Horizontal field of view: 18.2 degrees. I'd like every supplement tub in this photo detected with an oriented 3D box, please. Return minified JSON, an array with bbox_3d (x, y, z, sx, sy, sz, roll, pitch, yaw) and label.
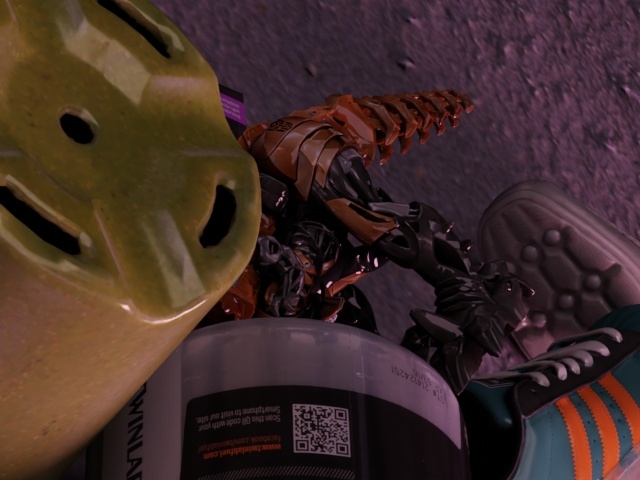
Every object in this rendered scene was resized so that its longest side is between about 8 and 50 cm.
[{"bbox_3d":[-0.017,0.209,0.912,0.194,0.193,0.316,27,41,-30],"label":"supplement tub"}]

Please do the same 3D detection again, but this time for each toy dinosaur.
[{"bbox_3d":[0.000,0.000,1.119,0.218,0.164,0.322,46,69,0],"label":"toy dinosaur"}]

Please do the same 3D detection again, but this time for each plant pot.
[{"bbox_3d":[-0.171,0.010,0.865,0.276,0.254,0.276,28,42,-28],"label":"plant pot"}]

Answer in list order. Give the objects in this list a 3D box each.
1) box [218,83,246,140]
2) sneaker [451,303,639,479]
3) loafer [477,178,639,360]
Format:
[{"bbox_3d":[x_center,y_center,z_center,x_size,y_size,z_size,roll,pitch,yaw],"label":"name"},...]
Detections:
[{"bbox_3d":[-0.090,-0.038,1.190,0.116,0.029,0.162,21,48,-36],"label":"box"},{"bbox_3d":[0.131,0.112,1.192,0.121,0.108,0.302,57,44,-16],"label":"sneaker"},{"bbox_3d":[0.228,0.075,1.384,0.319,0.112,0.111,48,28,-15],"label":"loafer"}]
